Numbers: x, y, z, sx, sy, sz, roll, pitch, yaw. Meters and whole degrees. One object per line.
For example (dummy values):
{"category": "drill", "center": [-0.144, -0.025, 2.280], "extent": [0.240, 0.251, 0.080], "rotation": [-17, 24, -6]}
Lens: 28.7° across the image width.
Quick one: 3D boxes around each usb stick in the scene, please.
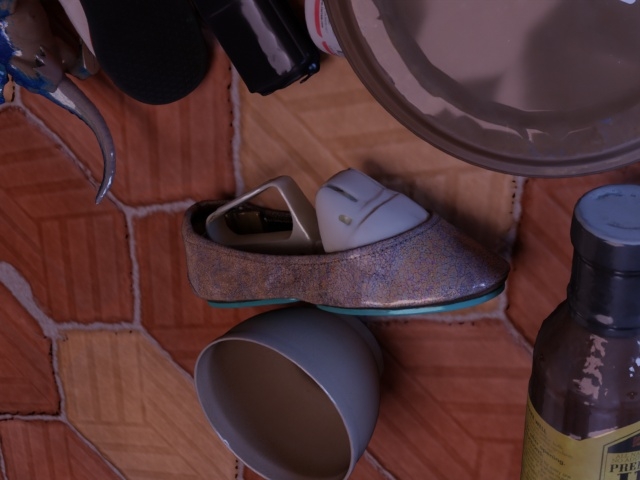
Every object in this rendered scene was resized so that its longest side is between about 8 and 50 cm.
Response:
{"category": "usb stick", "center": [-0.093, -0.231, 0.922], "extent": [0.077, 0.045, 0.278], "rotation": [-16, 110, 53]}

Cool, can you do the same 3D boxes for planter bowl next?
{"category": "planter bowl", "center": [-0.012, 0.121, 1.075], "extent": [0.162, 0.109, 0.162], "rotation": [22, 133, 26]}

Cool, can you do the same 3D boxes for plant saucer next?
{"category": "plant saucer", "center": [0.130, -0.164, 0.709], "extent": [0.278, 0.041, 0.277], "rotation": [4, 111, 11]}

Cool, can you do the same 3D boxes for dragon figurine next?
{"category": "dragon figurine", "center": [-0.267, -0.164, 1.084], "extent": [0.144, 0.085, 0.289], "rotation": [-14, 111, 45]}

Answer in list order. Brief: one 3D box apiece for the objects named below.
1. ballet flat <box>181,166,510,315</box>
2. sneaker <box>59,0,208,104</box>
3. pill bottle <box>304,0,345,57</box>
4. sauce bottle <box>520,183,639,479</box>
{"category": "ballet flat", "center": [0.000, 0.000, 0.983], "extent": [0.316, 0.107, 0.106], "rotation": [-3, 109, 40]}
{"category": "sneaker", "center": [-0.181, -0.233, 0.969], "extent": [0.270, 0.090, 0.145], "rotation": [51, -170, -47]}
{"category": "pill bottle", "center": [0.077, -0.149, 0.813], "extent": [0.160, 0.087, 0.087], "rotation": [18, 131, 27]}
{"category": "sauce bottle", "center": [0.202, 0.121, 0.898], "extent": [0.111, 0.111, 0.344], "rotation": [19, 133, 28]}
